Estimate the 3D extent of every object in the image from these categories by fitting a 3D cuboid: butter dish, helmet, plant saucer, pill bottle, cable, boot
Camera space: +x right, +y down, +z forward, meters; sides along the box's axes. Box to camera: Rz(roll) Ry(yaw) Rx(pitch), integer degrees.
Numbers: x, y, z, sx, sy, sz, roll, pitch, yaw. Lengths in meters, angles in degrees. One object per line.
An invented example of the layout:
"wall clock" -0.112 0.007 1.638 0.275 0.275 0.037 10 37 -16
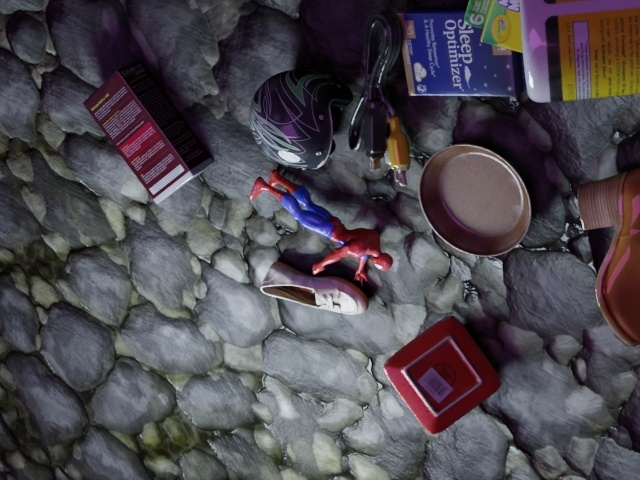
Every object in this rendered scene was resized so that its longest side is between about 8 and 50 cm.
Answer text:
"butter dish" 0.207 0.230 2.027 0.160 0.118 0.160 -36 94 -1
"helmet" -0.036 -0.200 1.907 0.169 0.161 0.169 17 124 27
"plant saucer" 0.254 -0.070 1.864 0.199 0.036 0.198 18 125 27
"pill bottle" 0.426 -0.281 1.470 0.334 0.188 0.187 -3 115 12
"cable" 0.100 -0.235 1.870 0.139 0.072 0.287 36 130 56
"boot" 0.518 0.023 1.702 0.220 0.109 0.283 -7 104 34

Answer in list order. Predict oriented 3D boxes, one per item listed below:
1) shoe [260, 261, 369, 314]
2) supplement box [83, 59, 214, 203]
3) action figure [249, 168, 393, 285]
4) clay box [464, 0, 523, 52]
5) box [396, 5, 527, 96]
"shoe" -0.013 0.100 2.128 0.219 0.058 0.076 16 135 29
"supplement box" -0.324 -0.203 2.169 0.130 0.073 0.239 -31 96 41
"action figure" 0.000 0.000 2.049 0.280 0.091 0.139 30 123 19
"clay box" 0.320 -0.321 1.613 0.222 0.053 0.127 14 126 2
"box" 0.229 -0.288 1.756 0.225 0.036 0.136 4 118 32
